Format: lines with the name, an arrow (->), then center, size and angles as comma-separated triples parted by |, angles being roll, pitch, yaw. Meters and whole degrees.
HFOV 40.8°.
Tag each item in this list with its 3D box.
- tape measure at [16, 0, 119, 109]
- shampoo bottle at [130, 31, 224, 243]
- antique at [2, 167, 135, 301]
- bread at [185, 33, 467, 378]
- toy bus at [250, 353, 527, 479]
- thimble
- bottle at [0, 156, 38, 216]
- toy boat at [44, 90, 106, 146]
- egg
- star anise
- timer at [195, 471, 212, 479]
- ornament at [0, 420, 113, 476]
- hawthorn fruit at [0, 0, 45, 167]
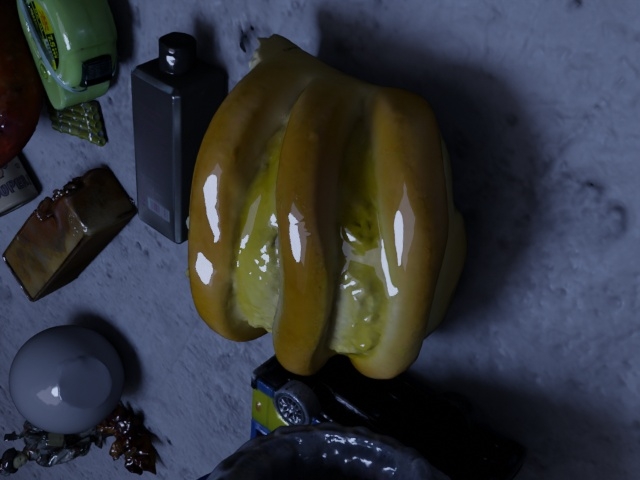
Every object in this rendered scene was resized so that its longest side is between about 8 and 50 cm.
tape measure -> -0.300, -0.254, 1.028 | 0.154, 0.087, 0.178 | 5, 118, 58
shampoo bottle -> -0.163, -0.118, 0.987 | 0.080, 0.079, 0.246 | 31, 134, 26
antique -> -0.381, -0.007, 1.283 | 0.093, 0.087, 0.310 | 57, 142, 1
bread -> 0.000, 0.000, 0.801 | 0.270, 0.211, 0.316 | 32, 138, 25
toy bus -> 0.063, 0.235, 0.951 | 0.287, 0.138, 0.175 | 30, 133, 28
thimble -> 0.012, 0.282, 0.784 | 0.236, 0.205, 0.172 | -8, 116, 13
bottle -> -0.528, -0.142, 1.333 | 0.110, 0.097, 0.209 | -22, 99, 38
toy boat -> -0.337, -0.169, 1.181 | 0.115, 0.016, 0.063 | 19, 129, 36
egg -> -0.419, 0.225, 1.408 | 0.231, 0.176, 0.176 | 0, 115, 52
star anise -> -0.341, 0.345, 1.507 | 0.168, 0.057, 0.168 | 37, 142, 35
timer -> -0.155, 0.487, 1.291 | 0.270, 0.270, 0.383 | 54, 154, 3
ornament -> -0.505, 0.359, 1.574 | 0.166, 0.196, 0.153 | 57, 142, -3
hawthorn fruit -> -0.492, -0.201, 1.147 | 0.276, 0.276, 0.307 | 51, 165, 6
